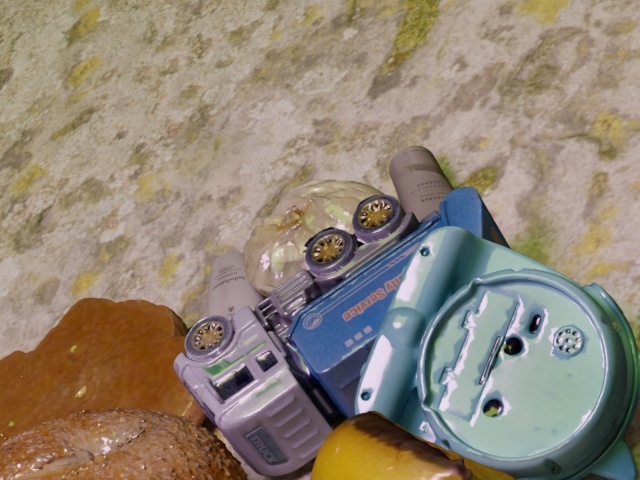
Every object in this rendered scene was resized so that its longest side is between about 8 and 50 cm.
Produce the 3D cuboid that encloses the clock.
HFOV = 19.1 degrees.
[{"bbox_3d":[0.186,0.123,1.778,0.274,0.094,0.224,18,82,23],"label":"clock"}]

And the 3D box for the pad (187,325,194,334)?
[{"bbox_3d":[-0.217,0.173,2.204,0.190,0.004,0.127,-24,37,15],"label":"pad"}]

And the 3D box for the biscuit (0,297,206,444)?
[{"bbox_3d":[-0.265,0.187,2.180,0.376,0.051,0.269,4,54,43],"label":"biscuit"}]

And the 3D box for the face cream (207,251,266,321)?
[{"bbox_3d":[-0.094,0.083,2.163,0.072,0.051,0.182,-21,38,7],"label":"face cream"}]

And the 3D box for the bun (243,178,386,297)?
[{"bbox_3d":[0.000,0.000,2.131,0.188,0.111,0.164,-2,50,33],"label":"bun"}]

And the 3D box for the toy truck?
[{"bbox_3d":[0.037,0.091,1.970,0.367,0.146,0.175,-35,40,1],"label":"toy truck"}]

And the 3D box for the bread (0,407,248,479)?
[{"bbox_3d":[-0.217,0.263,1.888,0.305,0.159,0.305,-3,20,1],"label":"bread"}]

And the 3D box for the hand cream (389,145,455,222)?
[{"bbox_3d":[0.122,-0.046,2.132,0.087,0.054,0.186,-7,36,-12],"label":"hand cream"}]

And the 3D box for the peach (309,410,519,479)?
[{"bbox_3d":[0.089,0.326,1.582,0.306,0.242,0.380,-24,45,51],"label":"peach"}]
